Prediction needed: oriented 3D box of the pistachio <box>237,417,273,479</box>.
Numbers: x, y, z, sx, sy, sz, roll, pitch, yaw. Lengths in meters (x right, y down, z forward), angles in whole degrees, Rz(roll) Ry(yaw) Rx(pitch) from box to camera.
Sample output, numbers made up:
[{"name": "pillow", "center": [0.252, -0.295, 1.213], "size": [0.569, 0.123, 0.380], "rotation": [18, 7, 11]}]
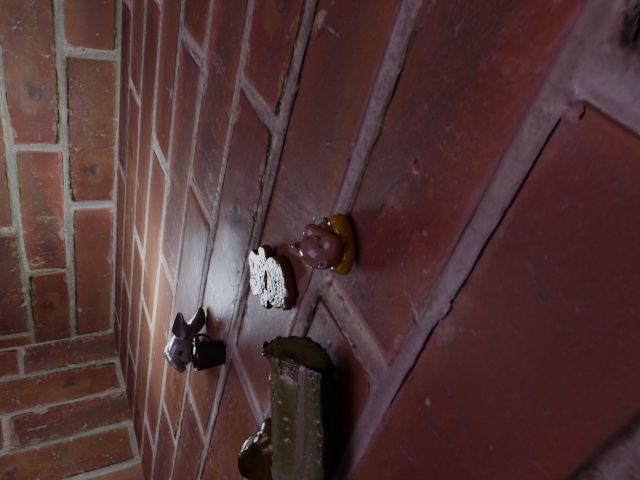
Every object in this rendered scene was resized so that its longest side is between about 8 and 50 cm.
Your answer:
[{"name": "pistachio", "center": [-0.096, 0.423, 1.028], "size": [0.110, 0.100, 0.189], "rotation": [46, 129, 17]}]

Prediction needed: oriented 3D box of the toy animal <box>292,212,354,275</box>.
[{"name": "toy animal", "center": [0.000, 0.000, 0.790], "size": [0.114, 0.082, 0.091], "rotation": [42, 129, 52]}]

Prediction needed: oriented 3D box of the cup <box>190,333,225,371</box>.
[{"name": "cup", "center": [-0.310, 0.301, 1.405], "size": [0.078, 0.077, 0.100], "rotation": [-49, 53, 53]}]

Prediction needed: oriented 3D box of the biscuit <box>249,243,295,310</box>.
[{"name": "biscuit", "center": [-0.101, 0.074, 1.040], "size": [0.184, 0.027, 0.133], "rotation": [-11, 85, 59]}]

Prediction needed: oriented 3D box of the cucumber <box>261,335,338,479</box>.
[{"name": "cucumber", "center": [-0.025, 0.332, 0.880], "size": [0.145, 0.105, 0.325], "rotation": [8, 103, 33]}]

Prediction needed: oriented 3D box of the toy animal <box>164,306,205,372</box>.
[{"name": "toy animal", "center": [-0.402, 0.306, 1.545], "size": [0.220, 0.104, 0.130], "rotation": [-60, 43, 48]}]
